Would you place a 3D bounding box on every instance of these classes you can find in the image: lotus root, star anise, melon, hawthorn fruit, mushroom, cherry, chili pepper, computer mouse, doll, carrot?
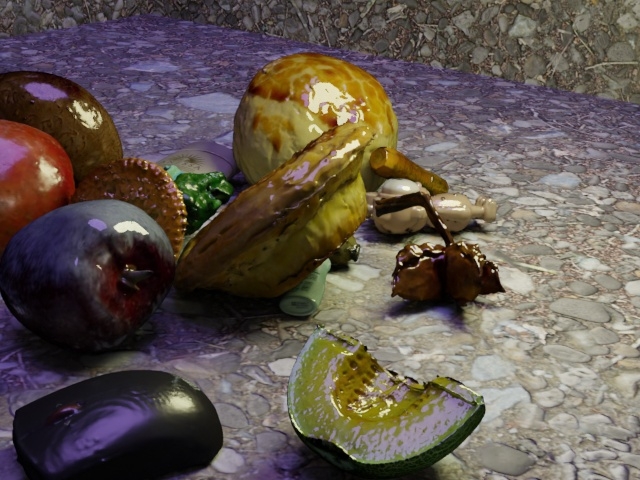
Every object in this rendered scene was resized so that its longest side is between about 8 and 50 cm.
[{"bbox_3d":[0.000,0.000,1.818,0.179,0.080,0.089,18,26,31],"label":"lotus root"},{"bbox_3d":[0.195,0.023,1.708,0.237,0.148,0.346,-6,35,-26],"label":"star anise"},{"bbox_3d":[0.066,0.243,1.232,0.265,0.129,0.169,22,52,31],"label":"melon"},{"bbox_3d":[-0.579,-0.084,1.709,0.284,0.284,0.284,2,23,-1],"label":"hawthorn fruit"},{"bbox_3d":[-0.574,-0.189,1.921,0.345,0.345,0.239,-6,46,-20],"label":"mushroom"},{"bbox_3d":[-0.361,0.050,1.477,0.296,0.218,0.255,10,53,33],"label":"cherry"},{"bbox_3d":[-0.231,-0.081,1.752,0.099,0.083,0.253,39,20,-3],"label":"chili pepper"},{"bbox_3d":[-0.258,0.233,1.227,0.269,0.100,0.170,-10,24,-28],"label":"computer mouse"},{"bbox_3d":[0.224,-0.069,1.969,0.278,0.119,0.154,0,9,-22],"label":"doll"},{"bbox_3d":[0.197,-0.142,2.061,0.070,0.070,0.260,25,3,41],"label":"carrot"}]

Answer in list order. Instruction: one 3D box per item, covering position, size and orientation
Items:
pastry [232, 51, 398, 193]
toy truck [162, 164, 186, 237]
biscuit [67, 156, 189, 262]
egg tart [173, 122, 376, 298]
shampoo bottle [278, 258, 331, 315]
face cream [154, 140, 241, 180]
[{"bbox_3d":[-0.009,-0.256,2.126,0.389,0.312,0.388,0,27,0],"label":"pastry"},{"bbox_3d":[-0.347,-0.047,1.805,0.156,0.155,0.279,16,25,9],"label":"toy truck"},{"bbox_3d":[-0.340,-0.020,1.623,0.254,0.253,0.035,15,3,25],"label":"biscuit"},{"bbox_3d":[-0.058,-0.032,1.646,0.443,0.178,0.443,-38,6,5],"label":"egg tart"},{"bbox_3d":[-0.019,0.077,1.687,0.069,0.041,0.190,-4,21,14],"label":"shampoo bottle"},{"bbox_3d":[-0.303,-0.140,2.109,0.174,0.081,0.348,11,25,18],"label":"face cream"}]
